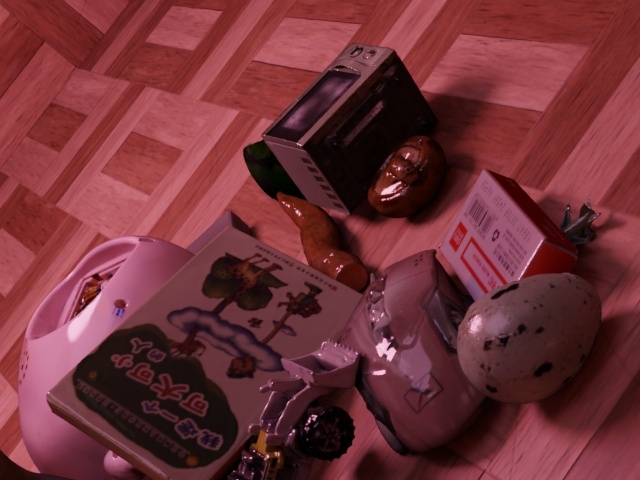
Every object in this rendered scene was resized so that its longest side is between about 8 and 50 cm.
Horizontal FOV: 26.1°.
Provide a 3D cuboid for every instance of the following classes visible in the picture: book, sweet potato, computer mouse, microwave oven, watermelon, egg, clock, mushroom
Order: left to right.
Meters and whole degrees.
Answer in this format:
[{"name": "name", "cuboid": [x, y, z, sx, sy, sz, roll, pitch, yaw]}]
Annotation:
[{"name": "clock", "cuboid": [-0.291, 0.186, 1.992, 0.368, 0.250, 0.377, -23, 37, 43]}, {"name": "book", "cuboid": [-0.138, 0.146, 1.791, 0.260, 0.043, 0.371, 27, 55, 28]}, {"name": "watermelon", "cuboid": [-0.023, -0.138, 2.178, 0.301, 0.123, 0.129, -19, 18, 42]}, {"name": "sweet potato", "cuboid": [0.000, 0.000, 1.993, 0.067, 0.059, 0.281, -8, 25, -12]}, {"name": "microwave oven", "cuboid": [0.048, -0.161, 1.990, 0.205, 0.163, 0.129, -48, 32, -17]}, {"name": "computer mouse", "cuboid": [0.099, 0.106, 1.656, 0.199, 0.115, 0.389, -42, 29, 10]}, {"name": "mushroom", "cuboid": [0.116, -0.090, 1.903, 0.127, 0.087, 0.127, -32, 34, 25]}, {"name": "egg", "cuboid": [0.221, 0.097, 1.462, 0.164, 0.131, 0.131, -40, 26, -9]}]

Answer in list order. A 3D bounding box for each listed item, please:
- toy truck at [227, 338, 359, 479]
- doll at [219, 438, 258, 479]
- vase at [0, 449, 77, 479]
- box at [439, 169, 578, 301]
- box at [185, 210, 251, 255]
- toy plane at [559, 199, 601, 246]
[{"name": "toy truck", "cuboid": [-0.043, 0.248, 1.604, 0.136, 0.111, 0.286, 12, 84, 67]}, {"name": "doll", "cuboid": [-0.124, 0.293, 1.785, 0.248, 0.088, 0.127, -169, 86, -67]}, {"name": "vase", "cuboid": [-0.349, 0.364, 1.779, 0.173, 0.321, 0.173, -37, 30, 26]}, {"name": "box", "cuboid": [0.217, 0.013, 1.622, 0.123, 0.050, 0.229, -63, 22, 16]}, {"name": "box", "cuboid": [-0.212, 0.061, 2.247, 0.243, 0.055, 0.103, -41, 28, 17]}, {"name": "toy plane", "cuboid": [0.291, -0.008, 1.595, 0.083, 0.033, 0.080, -49, 27, 18]}]
